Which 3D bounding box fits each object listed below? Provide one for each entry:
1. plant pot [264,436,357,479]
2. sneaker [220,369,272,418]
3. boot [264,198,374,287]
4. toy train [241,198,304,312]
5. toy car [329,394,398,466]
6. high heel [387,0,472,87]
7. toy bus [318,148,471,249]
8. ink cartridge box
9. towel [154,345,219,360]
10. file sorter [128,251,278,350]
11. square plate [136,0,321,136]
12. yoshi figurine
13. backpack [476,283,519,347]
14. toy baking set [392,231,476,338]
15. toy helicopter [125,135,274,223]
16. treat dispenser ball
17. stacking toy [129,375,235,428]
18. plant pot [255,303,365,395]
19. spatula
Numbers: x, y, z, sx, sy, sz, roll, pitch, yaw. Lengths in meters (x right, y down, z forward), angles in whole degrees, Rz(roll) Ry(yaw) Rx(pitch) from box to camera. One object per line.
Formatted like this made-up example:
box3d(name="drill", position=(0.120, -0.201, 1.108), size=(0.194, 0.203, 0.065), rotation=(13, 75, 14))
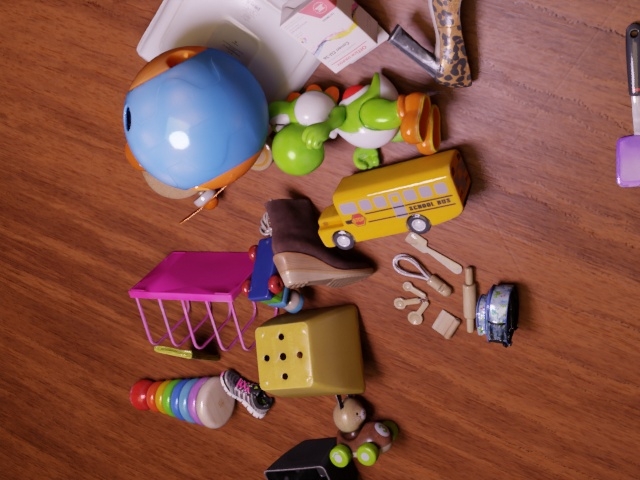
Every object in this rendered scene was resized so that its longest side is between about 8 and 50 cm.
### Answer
box3d(name="plant pot", position=(-0.003, 0.626, 1.978), size=(0.187, 0.167, 0.188), rotation=(-15, 107, 31))
box3d(name="sneaker", position=(-0.194, 0.405, 2.022), size=(0.170, 0.063, 0.075), rotation=(46, 125, -8))
box3d(name="boot", position=(0.000, 0.000, 1.691), size=(0.090, 0.248, 0.207), rotation=(-37, 60, 51))
box3d(name="toy train", position=(-0.087, 0.041, 1.763), size=(0.105, 0.248, 0.143), rotation=(-10, 150, 38))
box3d(name="toy car", position=(0.091, 0.442, 1.863), size=(0.149, 0.155, 0.188), rotation=(-14, 96, 30))
box3d(name="high heel", position=(0.274, -0.419, 1.392), size=(0.186, 0.093, 0.261), rotation=(33, 117, -14))
box3d(name="toy bus", position=(0.145, -0.082, 1.575), size=(0.333, 0.108, 0.130), rotation=(-12, 120, 29))
box3d(name="ink cartridge box", position=(0.032, -0.404, 1.446), size=(0.115, 0.067, 0.198), rotation=(-27, 136, 37))
box3d(name="towel", position=(-0.343, 0.293, 1.947), size=(0.102, 0.237, 0.021), rotation=(10, 81, 12))
box3d(name="file sorter", position=(-0.278, 0.154, 1.854), size=(0.291, 0.202, 0.182), rotation=(0, 118, 25))
box3d(name="square plate", position=(-0.181, -0.415, 1.568), size=(0.347, 0.049, 0.344), rotation=(34, 127, -10))
box3d(name="yoshi figurine", position=(0.048, -0.207, 1.519), size=(0.362, 0.203, 0.203), rotation=(4, 127, 24))
box3d(name="backpack", position=(0.378, 0.152, 1.598), size=(0.084, 0.105, 0.114), rotation=(7, 115, 22))
box3d(name="toy baking set", position=(0.256, 0.109, 1.679), size=(0.197, 0.030, 0.256), rotation=(9, 118, 22))
box3d(name="toy helicopter", position=(-0.258, -0.167, 1.722), size=(0.355, 0.140, 0.235), rotation=(-6, 114, 25))
box3d(name="treat dispenser ball", position=(-0.247, -0.243, 1.497), size=(0.288, 0.288, 0.288), rotation=(11, 119, 20))
box3d(name="stacking toy", position=(-0.406, 0.448, 2.112), size=(0.330, 0.141, 0.141), rotation=(-4, 113, 33))
box3d(name="plant pot", position=(-0.040, 0.266, 1.756), size=(0.212, 0.187, 0.212), rotation=(-10, 81, 30))
box3d(name="spatula", position=(0.575, -0.242, 1.353), size=(0.084, 0.030, 0.296), rotation=(-1, 113, 25))
